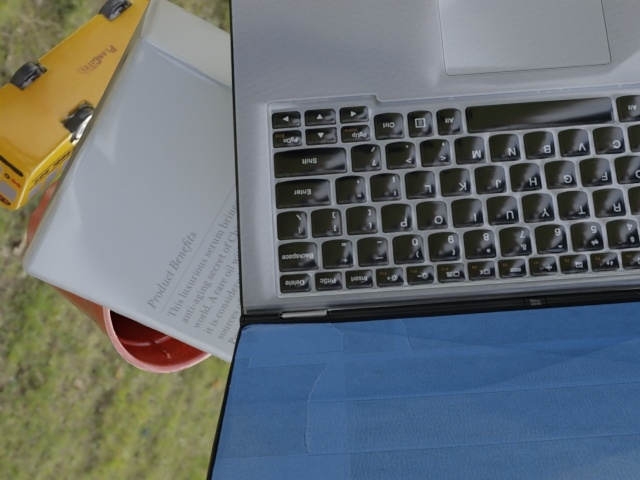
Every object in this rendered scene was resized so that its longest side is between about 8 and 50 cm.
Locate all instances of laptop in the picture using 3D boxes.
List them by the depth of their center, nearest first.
[{"bbox_3d":[0.130,-0.044,0.621,0.236,0.382,0.407,83,3,-72],"label":"laptop"}]

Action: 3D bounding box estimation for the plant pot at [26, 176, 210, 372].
[{"bbox_3d":[-0.276,0.018,1.580,0.272,0.265,0.272,-21,121,-39],"label":"plant pot"}]

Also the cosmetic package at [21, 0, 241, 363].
[{"bbox_3d":[0.000,0.000,0.965,0.230,0.453,0.161,-58,-164,20],"label":"cosmetic package"}]

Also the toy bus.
[{"bbox_3d":[-0.319,-0.192,1.420,0.332,0.108,0.130,-51,180,-38],"label":"toy bus"}]
